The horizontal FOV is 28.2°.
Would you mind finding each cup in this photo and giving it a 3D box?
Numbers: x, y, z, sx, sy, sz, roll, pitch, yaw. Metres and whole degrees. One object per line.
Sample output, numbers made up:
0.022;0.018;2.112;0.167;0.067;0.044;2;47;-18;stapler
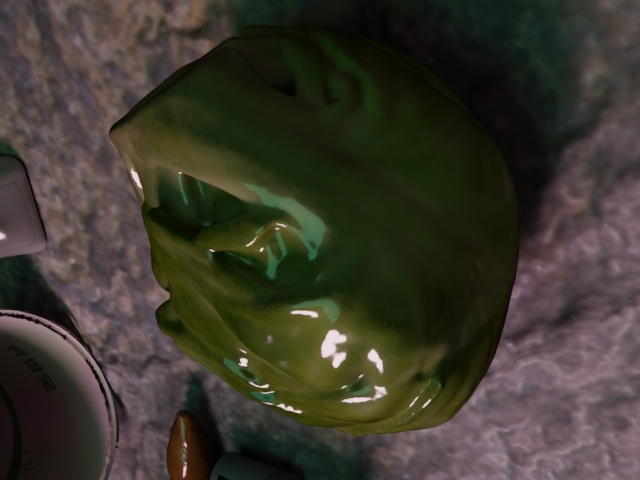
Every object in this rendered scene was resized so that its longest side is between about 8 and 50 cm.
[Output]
-0.393;0.215;1.404;0.274;0.253;0.253;-15;106;52;cup

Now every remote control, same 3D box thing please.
-0.446;-0.006;1.317;0.313;0.055;0.109;-10;115;4;remote control

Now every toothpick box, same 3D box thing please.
-0.063;0.246;1.266;0.083;0.052;0.052;13;124;35;toothpick box

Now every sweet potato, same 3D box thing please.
-0.135;0.253;1.329;0.058;0.055;0.202;-116;25;-46;sweet potato

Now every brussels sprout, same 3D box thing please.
0.000;0.000;0.926;0.328;0.247;0.328;19;128;26;brussels sprout
